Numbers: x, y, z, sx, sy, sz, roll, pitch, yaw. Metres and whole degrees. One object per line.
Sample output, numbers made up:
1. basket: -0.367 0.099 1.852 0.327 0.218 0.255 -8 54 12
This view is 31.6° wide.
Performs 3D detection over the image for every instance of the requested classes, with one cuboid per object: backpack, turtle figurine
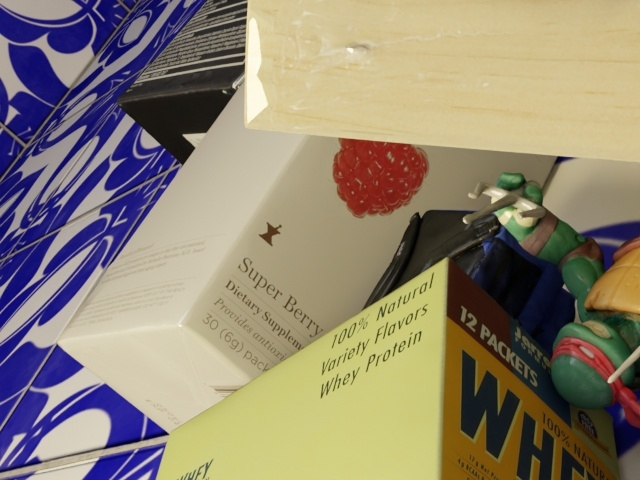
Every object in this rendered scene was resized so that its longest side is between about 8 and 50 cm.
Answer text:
1. backpack: 0.078 0.055 0.632 0.120 0.101 0.098 -56 16 -12
2. turtle figurine: 0.163 0.006 0.546 0.175 0.118 0.234 14 44 45

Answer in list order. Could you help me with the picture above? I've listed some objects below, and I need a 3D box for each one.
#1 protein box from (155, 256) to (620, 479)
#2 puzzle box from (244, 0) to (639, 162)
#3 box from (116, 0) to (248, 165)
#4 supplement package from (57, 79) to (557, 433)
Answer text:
1. protein box: 0.022 0.156 0.512 0.200 0.136 0.201 -35 25 28
2. puzzle box: 0.138 -0.099 0.500 0.409 0.272 0.052 -66 -20 -72
3. box: 0.007 -0.183 1.059 0.294 0.183 0.296 -53 25 -14
4. supplement package: 0.000 0.000 0.764 0.175 0.177 0.293 -14 39 54
